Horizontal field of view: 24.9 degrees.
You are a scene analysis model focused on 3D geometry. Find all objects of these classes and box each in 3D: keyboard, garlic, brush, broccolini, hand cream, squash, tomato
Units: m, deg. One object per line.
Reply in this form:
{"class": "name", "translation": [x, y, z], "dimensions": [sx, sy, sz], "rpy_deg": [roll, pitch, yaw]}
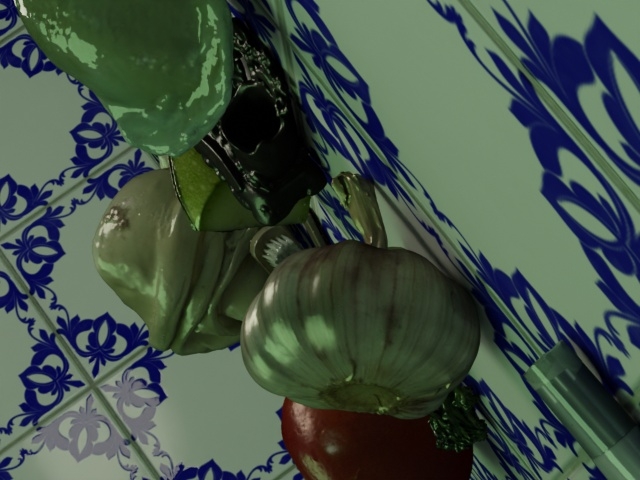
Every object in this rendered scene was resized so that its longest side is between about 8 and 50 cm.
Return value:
{"class": "keyboard", "translation": [0.000, 0.000, 2.098], "dimensions": [0.055, 0.017, 0.166], "rpy_deg": [54, 174, 42]}
{"class": "garlic", "translation": [0.041, 0.049, 1.498], "dimensions": [0.245, 0.245, 0.253], "rpy_deg": [72, -164, -68]}
{"class": "brush", "translation": [0.005, 0.098, 2.255], "dimensions": [0.327, 0.070, 0.065], "rpy_deg": [51, 168, -34]}
{"class": "broccolini", "translation": [0.139, 0.138, 1.715], "dimensions": [0.392, 0.074, 0.079], "rpy_deg": [66, -152, -53]}
{"class": "hand cream", "translation": [0.262, 0.192, 1.180], "dimensions": [0.255, 0.048, 0.079], "rpy_deg": [52, 171, 11]}
{"class": "squash", "translation": [-0.099, -0.111, 1.855], "dimensions": [0.085, 0.192, 0.184], "rpy_deg": [-38, 66, 45]}
{"class": "tomato", "translation": [0.083, 0.274, 2.001], "dimensions": [0.298, 0.226, 0.298], "rpy_deg": [50, 179, 1]}

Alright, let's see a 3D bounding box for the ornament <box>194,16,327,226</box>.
{"class": "ornament", "translation": [-0.103, -0.173, 1.687], "dimensions": [0.251, 0.106, 0.260], "rpy_deg": [46, 164, 37]}

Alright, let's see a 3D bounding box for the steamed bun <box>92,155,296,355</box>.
{"class": "steamed bun", "translation": [-0.163, 0.016, 2.285], "dimensions": [0.219, 0.310, 0.324], "rpy_deg": [9, 138, 39]}

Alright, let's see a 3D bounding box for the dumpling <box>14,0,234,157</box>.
{"class": "dumpling", "translation": [-0.206, -0.255, 1.484], "dimensions": [0.320, 0.212, 0.270], "rpy_deg": [45, 172, -15]}

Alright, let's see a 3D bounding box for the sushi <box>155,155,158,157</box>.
{"class": "sushi", "translation": [-0.291, -0.181, 2.649], "dimensions": [0.215, 0.050, 0.192], "rpy_deg": [54, -160, 1]}
